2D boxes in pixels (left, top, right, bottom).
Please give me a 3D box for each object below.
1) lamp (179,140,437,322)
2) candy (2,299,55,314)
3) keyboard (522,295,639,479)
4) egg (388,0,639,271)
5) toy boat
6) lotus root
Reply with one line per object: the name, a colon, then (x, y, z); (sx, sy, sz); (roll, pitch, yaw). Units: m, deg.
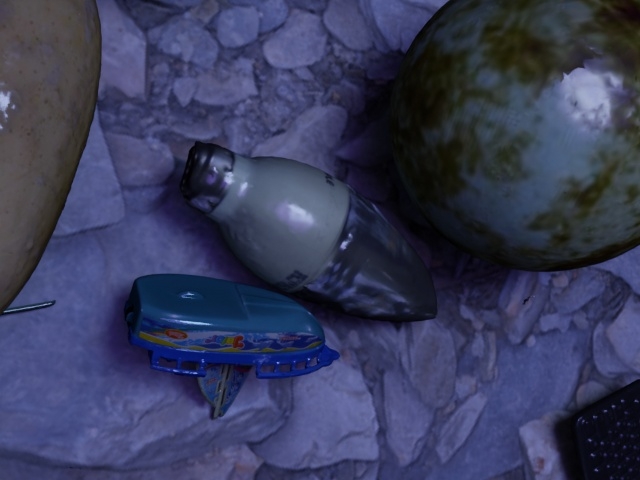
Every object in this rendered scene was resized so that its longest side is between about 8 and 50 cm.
lamp: (0.000, 0.000, 0.653); (0.250, 0.101, 0.101); (28, 74, -25)
candy: (-0.248, 0.053, 0.583); (0.123, 0.035, 0.035); (-5, 89, -31)
keyboard: (0.286, 0.223, 0.777); (0.103, 0.041, 0.381); (-21, 92, -24)
egg: (0.191, -0.095, 0.671); (0.289, 0.238, 0.238); (-3, 85, -42)
toy boat: (-0.068, 0.089, 0.634); (0.175, 0.091, 0.110); (8, 116, -23)
lotus root: (-0.233, -0.099, 0.537); (0.169, 0.151, 0.343); (18, 74, -17)
